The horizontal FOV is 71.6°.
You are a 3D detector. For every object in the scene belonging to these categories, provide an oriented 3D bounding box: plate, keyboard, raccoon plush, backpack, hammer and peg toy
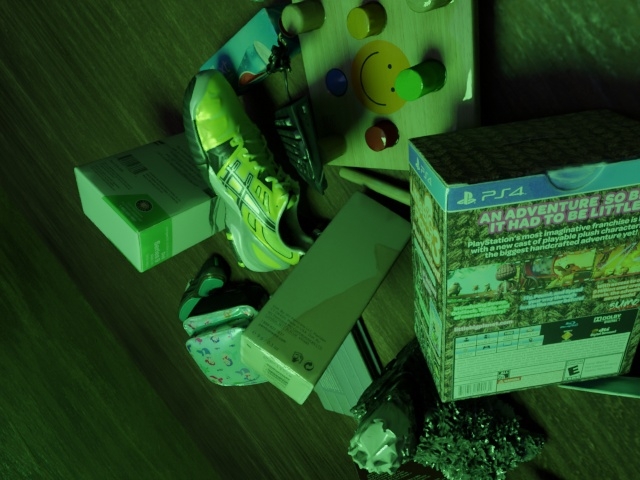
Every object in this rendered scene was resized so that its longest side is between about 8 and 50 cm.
[{"bbox_3d":[0.410,0.187,0.570,0.188,0.188,0.024,-11,70,47],"label":"plate"},{"bbox_3d":[-0.048,-0.182,0.658,0.317,0.033,0.201,-126,22,-73],"label":"keyboard"},{"bbox_3d":[0.198,0.339,0.696,0.299,0.446,0.216,44,113,12],"label":"raccoon plush"},{"bbox_3d":[-0.211,0.269,1.168,0.225,0.191,0.253,-15,119,16],"label":"backpack"},{"bbox_3d":[0.088,-0.169,0.617,0.266,0.127,0.361,13,126,38],"label":"hammer and peg toy"}]

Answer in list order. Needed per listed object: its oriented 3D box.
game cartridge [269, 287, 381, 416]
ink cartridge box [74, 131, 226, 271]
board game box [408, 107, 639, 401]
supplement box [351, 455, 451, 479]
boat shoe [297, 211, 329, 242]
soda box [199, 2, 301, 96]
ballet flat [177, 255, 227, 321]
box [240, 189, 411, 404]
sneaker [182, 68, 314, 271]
[{"bbox_3d":[0.031,0.267,1.049,0.230,0.068,0.355,-3,116,49],"label":"game cartridge"},{"bbox_3d":[-0.298,-0.097,0.907,0.211,0.289,0.121,39,138,21],"label":"ink cartridge box"},{"bbox_3d":[0.235,0.022,0.518,0.232,0.141,0.291,-8,120,-1],"label":"board game box"},{"bbox_3d":[0.192,0.520,0.916,0.194,0.191,0.129,-123,12,-70],"label":"supplement box"},{"bbox_3d":[0.000,0.000,0.874,0.183,0.066,0.066,26,132,28],"label":"boat shoe"},{"bbox_3d":[-0.117,-0.312,0.756,0.210,0.067,0.071,-13,109,48],"label":"soda box"},{"bbox_3d":[-0.337,0.137,1.282,0.280,0.095,0.096,-45,42,40],"label":"ballet flat"},{"bbox_3d":[0.015,0.083,0.706,0.121,0.311,0.148,33,152,9],"label":"box"},{"bbox_3d":[-0.114,-0.118,0.800,0.147,0.145,0.384,-4,122,26],"label":"sneaker"}]
